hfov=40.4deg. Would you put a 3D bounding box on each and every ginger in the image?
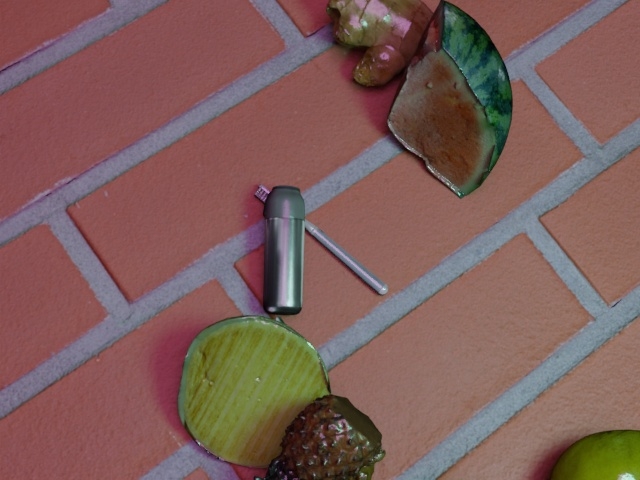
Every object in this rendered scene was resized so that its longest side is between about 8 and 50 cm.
[{"bbox_3d":[0.187,-0.423,1.850,0.375,0.166,0.236,34,62,10],"label":"ginger"}]

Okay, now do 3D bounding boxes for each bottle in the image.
[{"bbox_3d":[-0.077,0.020,1.720,0.079,0.096,0.253,12,76,-50],"label":"bottle"}]

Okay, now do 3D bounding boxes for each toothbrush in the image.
[{"bbox_3d":[0.002,-0.002,1.771,0.342,0.025,0.030,38,80,5],"label":"toothbrush"}]

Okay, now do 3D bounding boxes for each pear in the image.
[{"bbox_3d":[0.543,0.459,1.604,0.269,0.212,0.212,-29,79,-19],"label":"pear"}]

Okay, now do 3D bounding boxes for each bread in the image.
[{"bbox_3d":[-0.119,0.279,1.606,0.302,0.045,0.301,1,102,6],"label":"bread"}]

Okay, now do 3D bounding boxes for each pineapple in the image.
[{"bbox_3d":[-0.049,0.436,1.532,0.165,0.165,0.364,40,100,6],"label":"pineapple"}]

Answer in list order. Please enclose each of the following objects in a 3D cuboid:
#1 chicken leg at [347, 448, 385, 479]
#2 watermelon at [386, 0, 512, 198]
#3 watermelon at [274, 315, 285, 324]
[{"bbox_3d":[0.070,0.421,1.621,0.103,0.088,0.227,-17,72,-24],"label":"chicken leg"},{"bbox_3d":[0.288,-0.288,1.735,0.292,0.222,0.319,35,90,-5],"label":"watermelon"},{"bbox_3d":[-0.112,0.200,1.663,0.158,0.098,0.121,1,66,6],"label":"watermelon"}]
